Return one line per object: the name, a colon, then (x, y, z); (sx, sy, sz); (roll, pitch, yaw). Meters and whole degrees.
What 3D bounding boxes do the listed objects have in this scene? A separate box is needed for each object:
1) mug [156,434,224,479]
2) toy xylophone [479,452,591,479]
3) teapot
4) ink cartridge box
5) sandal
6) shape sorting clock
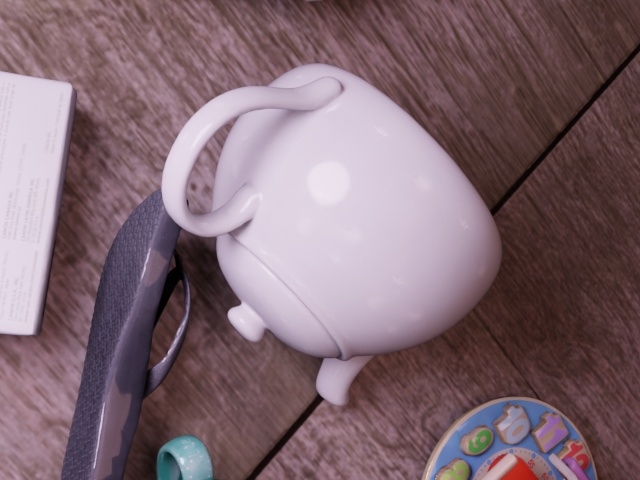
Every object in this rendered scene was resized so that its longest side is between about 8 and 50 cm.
mug: (-0.084, 0.237, 0.893); (0.129, 0.097, 0.158); (19, 76, -28)
toy xylophone: (0.143, 0.313, 1.000); (0.322, 0.081, 0.236); (-36, 107, -18)
teapot: (0.000, 0.000, 0.888); (0.187, 0.252, 0.256); (-44, 95, -11)
ink cartridge box: (-0.303, -0.039, 0.823); (0.232, 0.066, 0.189); (8, 82, -9)
sandal: (-0.141, 0.086, 0.878); (0.054, 0.097, 0.254); (14, 90, -27)
shape sorting clock: (0.180, 0.249, 1.081); (0.206, 0.040, 0.206); (3, 85, -30)
